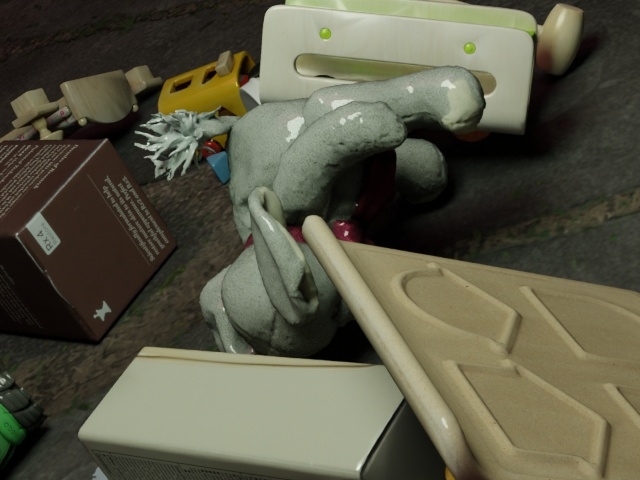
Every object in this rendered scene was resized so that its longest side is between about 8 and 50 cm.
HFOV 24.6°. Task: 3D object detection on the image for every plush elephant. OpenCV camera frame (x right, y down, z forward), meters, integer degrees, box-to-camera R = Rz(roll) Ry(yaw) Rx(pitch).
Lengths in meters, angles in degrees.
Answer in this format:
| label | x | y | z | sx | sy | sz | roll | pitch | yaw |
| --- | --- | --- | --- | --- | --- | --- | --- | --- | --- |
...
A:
| label | x | y | z | sx | sy | sz | roll | pitch | yaw |
| --- | --- | --- | --- | --- | --- | --- | --- | --- | --- |
| plush elephant | 0.000 | 0.000 | 1.373 | 0.329 | 0.256 | 0.272 | -2 | -16 | -13 |

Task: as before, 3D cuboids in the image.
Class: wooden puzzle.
| label | x | y | z | sx | sy | sz | roll | pitch | yaw |
| --- | --- | --- | --- | --- | --- | --- | --- | --- | --- |
| wooden puzzle | 0.170 | 0.113 | 1.024 | 0.081 | 0.347 | 0.322 | -66 | 26 | 19 |

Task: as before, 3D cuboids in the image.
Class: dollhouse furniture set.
| label | x | y | z | sx | sy | sz | roll | pitch | yaw |
| --- | --- | --- | --- | --- | --- | --- | --- | --- | --- |
| dollhouse furniture set | -0.390 | -0.075 | 1.983 | 0.303 | 0.174 | 0.355 | -27 | 0 | 30 |

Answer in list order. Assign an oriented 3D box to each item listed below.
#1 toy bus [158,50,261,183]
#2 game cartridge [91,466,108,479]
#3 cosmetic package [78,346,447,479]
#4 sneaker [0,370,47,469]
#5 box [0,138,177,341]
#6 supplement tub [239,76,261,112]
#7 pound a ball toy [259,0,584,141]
| label | x | y | z | sx | sy | sz | roll | pitch | yaw |
| --- | --- | --- | --- | --- | --- | --- | --- | --- | --- |
| toy bus | -0.102 | -0.182 | 1.823 | 0.202 | 0.104 | 0.191 | -43 | 34 | -18 |
| game cartridge | -0.182 | 0.207 | 1.428 | 0.056 | 0.017 | 0.083 | -6 | 39 | 41 |
| cosmetic package | -0.032 | 0.185 | 1.196 | 0.309 | 0.160 | 0.113 | 1 | 43 | 39 |
| sneaker | -0.458 | 0.192 | 1.570 | 0.343 | 0.134 | 0.146 | 2 | 45 | 41 |
| box | -0.315 | -0.003 | 1.689 | 0.203 | 0.168 | 0.167 | 2 | 44 | 42 |
| supplement tub | 0.022 | -0.180 | 1.676 | 0.199 | 0.144 | 0.144 | -36 | 32 | -8 |
| pound a ball toy | 0.112 | -0.183 | 1.547 | 0.319 | 0.136 | 0.208 | 7 | 19 | 7 |
